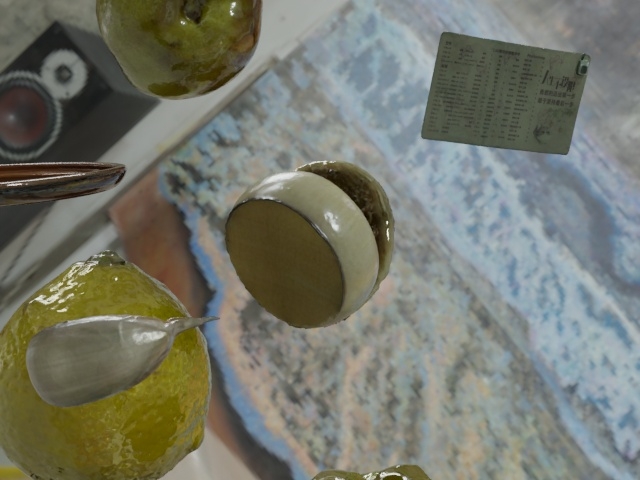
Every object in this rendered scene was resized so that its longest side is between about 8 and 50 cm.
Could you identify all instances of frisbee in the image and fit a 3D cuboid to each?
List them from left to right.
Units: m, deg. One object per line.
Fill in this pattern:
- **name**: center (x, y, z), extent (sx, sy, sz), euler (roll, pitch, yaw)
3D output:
- **frisbee**: center (-0.278, -0.044, 0.864), extent (0.251, 0.251, 0.021), euler (-59, 146, -79)

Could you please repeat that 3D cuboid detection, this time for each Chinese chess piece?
- **Chinese chess piece**: center (-0.031, 0.016, 1.677), extent (0.249, 0.250, 0.103), euler (50, 48, 3)

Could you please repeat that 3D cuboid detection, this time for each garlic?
- **garlic**: center (-0.218, 0.114, 1.155), extent (0.090, 0.198, 0.128), euler (69, 16, 2)

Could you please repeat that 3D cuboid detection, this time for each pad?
- **pad**: center (0.280, -0.214, 1.633), extent (0.265, 0.159, 0.009), euler (4, 15, -23)

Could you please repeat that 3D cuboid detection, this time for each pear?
- **pear**: center (-0.156, -0.257, 1.237), extent (0.200, 0.200, 0.200), euler (48, 11, -12)

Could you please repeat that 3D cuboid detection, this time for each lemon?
- **lemon**: center (-0.337, 0.205, 1.692), extent (0.350, 0.350, 0.387), euler (-13, 108, -78)

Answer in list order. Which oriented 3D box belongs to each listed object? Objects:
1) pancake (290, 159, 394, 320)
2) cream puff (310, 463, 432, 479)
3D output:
- **pancake**: center (0.000, 0.001, 1.817), extent (0.282, 0.282, 0.049), euler (53, 6, 17)
- **cream puff**: center (0.067, 0.471, 1.544), extent (0.378, 0.378, 0.275), euler (58, -8, 37)
